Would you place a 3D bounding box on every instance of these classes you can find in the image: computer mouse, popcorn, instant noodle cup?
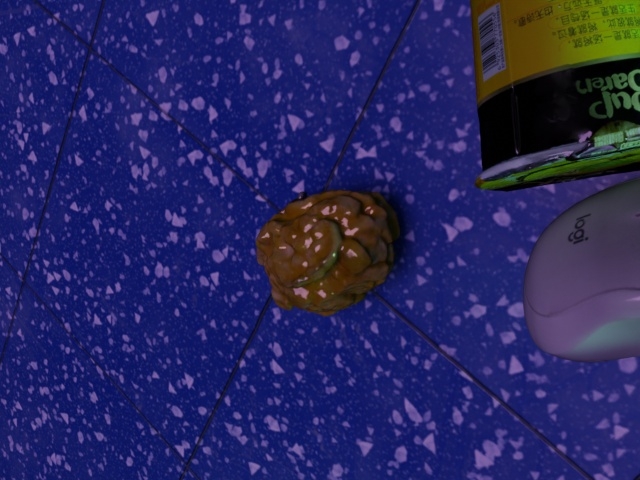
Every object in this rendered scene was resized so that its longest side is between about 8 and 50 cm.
[{"bbox_3d":[0.308,0.010,0.686,0.297,0.184,0.121,-18,127,46],"label":"computer mouse"},{"bbox_3d":[0.002,0.019,0.946,0.194,0.140,0.163,0,95,39],"label":"popcorn"},{"bbox_3d":[0.226,-0.175,0.701,0.216,0.216,0.236,-14,85,38],"label":"instant noodle cup"}]
